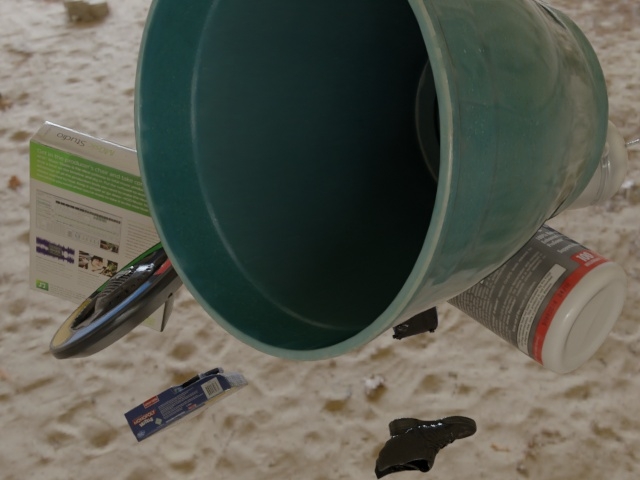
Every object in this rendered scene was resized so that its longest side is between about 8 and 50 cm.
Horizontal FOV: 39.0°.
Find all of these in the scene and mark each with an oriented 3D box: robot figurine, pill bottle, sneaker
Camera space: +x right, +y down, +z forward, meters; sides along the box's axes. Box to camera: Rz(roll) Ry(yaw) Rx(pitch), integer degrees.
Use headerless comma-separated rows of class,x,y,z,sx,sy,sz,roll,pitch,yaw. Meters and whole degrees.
robot figurine,0.479,-0.157,1.871,0.354,0.199,0.300,-10,-3,-9
pill bottle,0.327,0.054,1.580,0.210,0.210,0.363,-28,46,-32
sneaker,0.165,0.321,1.398,0.170,0.051,0.089,2,49,-9

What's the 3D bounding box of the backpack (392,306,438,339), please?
backpack,0.193,0.138,1.932,0.105,0.114,0.084,-11,31,-8

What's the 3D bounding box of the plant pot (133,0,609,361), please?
plant pot,0.057,-0.079,0.615,0.255,0.271,0.272,-11,26,-44

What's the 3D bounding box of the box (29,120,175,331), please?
box,-0.325,-0.012,1.378,0.232,0.322,0.058,18,44,0

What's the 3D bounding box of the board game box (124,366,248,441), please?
board game box,-0.237,0.290,1.667,0.194,0.060,0.194,-30,-8,2

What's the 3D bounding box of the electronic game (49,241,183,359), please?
electronic game,-0.237,0.063,1.107,0.229,0.048,0.229,-35,15,11
